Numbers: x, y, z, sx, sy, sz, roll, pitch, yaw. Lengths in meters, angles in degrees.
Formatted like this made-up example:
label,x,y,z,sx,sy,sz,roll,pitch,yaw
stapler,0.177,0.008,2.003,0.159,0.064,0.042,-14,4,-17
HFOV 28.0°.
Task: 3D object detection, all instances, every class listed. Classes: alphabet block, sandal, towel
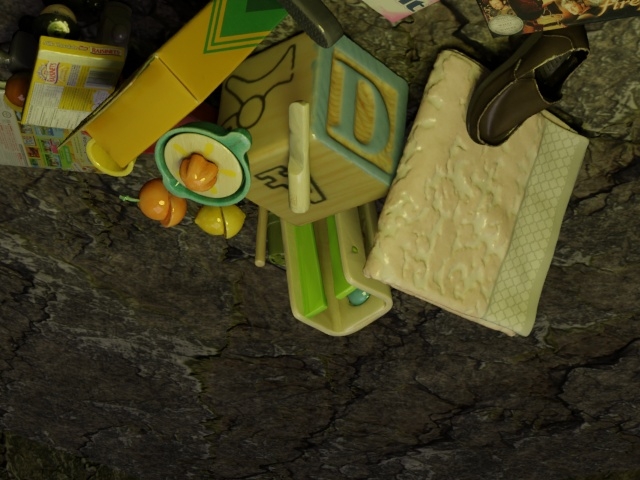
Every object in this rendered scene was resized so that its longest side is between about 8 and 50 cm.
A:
label,x,y,z,sx,sy,sz,roll,pitch,yaw
alphabet block,-0.013,-0.157,1.802,0.197,0.192,0.193,-17,144,39
sandal,-0.056,-0.339,1.514,0.254,0.054,0.097,49,173,-19
towel,0.229,-0.057,1.814,0.317,0.332,0.053,24,171,-35

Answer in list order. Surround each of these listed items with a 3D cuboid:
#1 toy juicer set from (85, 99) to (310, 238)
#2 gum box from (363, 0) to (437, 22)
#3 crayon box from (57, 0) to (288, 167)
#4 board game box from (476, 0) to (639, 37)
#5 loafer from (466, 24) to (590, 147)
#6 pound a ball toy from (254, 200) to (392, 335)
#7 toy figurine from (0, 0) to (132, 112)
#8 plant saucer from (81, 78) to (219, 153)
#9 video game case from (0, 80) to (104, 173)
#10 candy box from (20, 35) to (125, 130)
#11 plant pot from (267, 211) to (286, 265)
label,x,y,z,sx,sy,sz,roll,pitch,yaw
toy juicer set,-0.137,-0.074,1.702,0.329,0.089,0.209,-2,132,27
gum box,0.068,-0.348,1.541,0.107,0.062,0.188,-20,144,41
crayon box,-0.165,-0.213,1.575,0.081,0.318,0.202,47,141,-11
board game box,0.307,-0.326,1.566,0.243,0.042,0.165,-6,151,21
loafer,0.272,-0.201,1.691,0.080,0.078,0.220,15,126,-33
pound a ball toy,0.000,0.000,2.025,0.136,0.319,0.208,27,131,-38
toy figurine,-0.363,-0.269,1.684,0.213,0.148,0.209,-4,152,17
plant saucer,-0.254,-0.181,1.870,0.258,0.047,0.259,4,169,27
video game case,-0.448,-0.178,2.022,0.206,0.026,0.227,5,153,0
candy box,-0.318,-0.195,1.639,0.105,0.027,0.206,8,157,-17
plant pot,-0.061,0.000,2.248,0.083,0.079,0.083,4,153,2
